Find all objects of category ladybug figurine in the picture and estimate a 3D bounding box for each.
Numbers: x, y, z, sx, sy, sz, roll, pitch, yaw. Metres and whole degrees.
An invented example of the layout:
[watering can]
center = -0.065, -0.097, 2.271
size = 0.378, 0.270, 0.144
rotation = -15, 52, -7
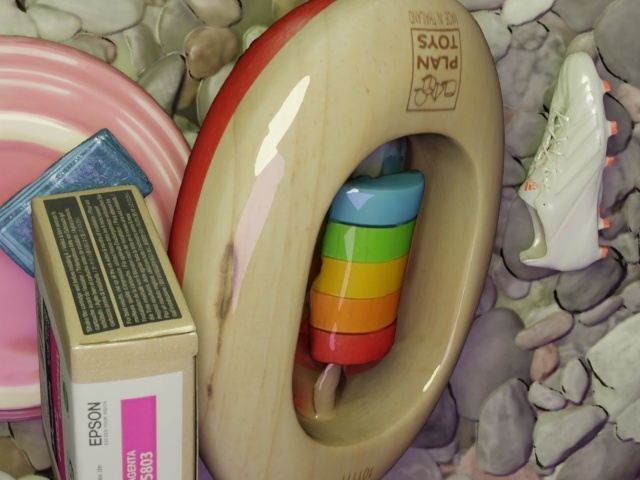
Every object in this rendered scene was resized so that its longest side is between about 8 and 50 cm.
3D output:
[ladybug figurine]
center = 0.000, 0.000, 1.129
size = 0.305, 0.162, 0.449
rotation = -6, 116, -45

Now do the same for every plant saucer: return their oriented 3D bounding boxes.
[plant saucer]
center = -0.251, 0.006, 1.160
size = 0.332, 0.084, 0.332
rotation = -4, 112, -9

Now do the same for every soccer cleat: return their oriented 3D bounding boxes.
[soccer cleat]
center = 0.204, -0.062, 1.223
size = 0.076, 0.068, 0.196
rotation = -5, 115, -5

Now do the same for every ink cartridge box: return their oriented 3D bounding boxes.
[ink cartridge box]
center = -0.151, 0.108, 1.056
size = 0.088, 0.193, 0.235
rotation = -7, 124, -16

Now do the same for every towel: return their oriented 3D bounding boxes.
[towel]
center = -0.189, -0.026, 1.097
size = 0.119, 0.029, 0.067
rotation = -38, 113, 6

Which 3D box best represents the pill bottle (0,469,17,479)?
[pill bottle]
center = -0.407, 0.296, 1.121
size = 0.363, 0.210, 0.210
rotation = -1, 113, -33
